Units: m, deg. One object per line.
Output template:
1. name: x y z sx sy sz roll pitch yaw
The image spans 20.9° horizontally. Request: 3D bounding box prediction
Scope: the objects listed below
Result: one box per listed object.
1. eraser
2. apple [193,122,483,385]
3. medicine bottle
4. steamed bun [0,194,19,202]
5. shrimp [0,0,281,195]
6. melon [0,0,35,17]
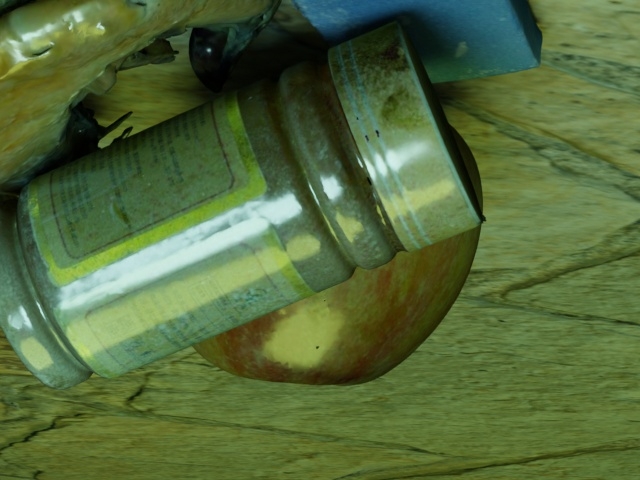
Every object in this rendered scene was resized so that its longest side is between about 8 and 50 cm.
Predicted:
1. eraser: 0.055 -0.179 1.168 0.144 0.042 0.312 -6 162 15
2. apple: 0.000 0.000 1.387 0.257 0.234 0.257 8 175 1
3. medicine bottle: -0.064 -0.019 1.193 0.322 0.151 0.151 -23 159 7
4. steamed bun: -0.330 -0.030 1.435 0.295 0.137 0.292 22 178 -22
5. shrimp: -0.151 -0.110 1.257 0.272 0.085 0.445 -26 172 -9
6. melon: -0.221 -0.173 1.110 0.202 0.093 0.139 -12 161 2
